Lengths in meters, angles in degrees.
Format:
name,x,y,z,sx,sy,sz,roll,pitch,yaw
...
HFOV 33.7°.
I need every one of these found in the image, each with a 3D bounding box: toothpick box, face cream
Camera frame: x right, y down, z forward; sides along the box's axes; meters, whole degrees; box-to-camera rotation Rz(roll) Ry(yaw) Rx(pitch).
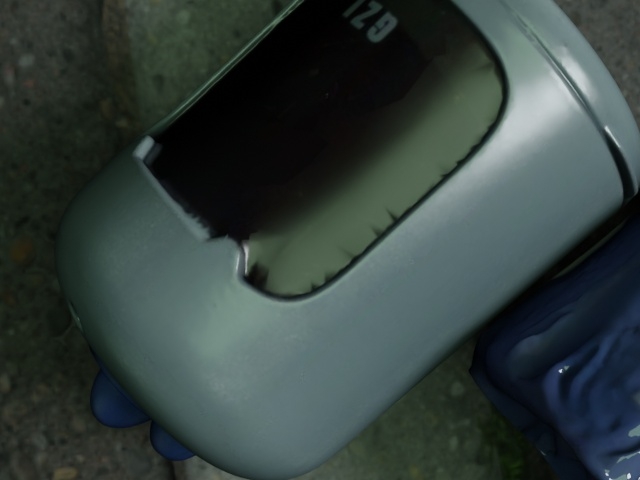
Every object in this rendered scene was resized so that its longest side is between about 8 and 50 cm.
name,x,y,z,sx,sy,sz,roll,pitch,yaw
toothpick box,0.000,0.000,0.668,0.354,0.263,0.263,-41,98,-1
face cream,0.244,0.097,0.623,0.225,0.249,0.249,-38,98,0

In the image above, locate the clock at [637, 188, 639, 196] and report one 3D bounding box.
name,x,y,z,sx,sy,sz,roll,pitch,yaw
clock,0.321,0.007,0.780,0.231,0.069,0.170,9,94,-8
